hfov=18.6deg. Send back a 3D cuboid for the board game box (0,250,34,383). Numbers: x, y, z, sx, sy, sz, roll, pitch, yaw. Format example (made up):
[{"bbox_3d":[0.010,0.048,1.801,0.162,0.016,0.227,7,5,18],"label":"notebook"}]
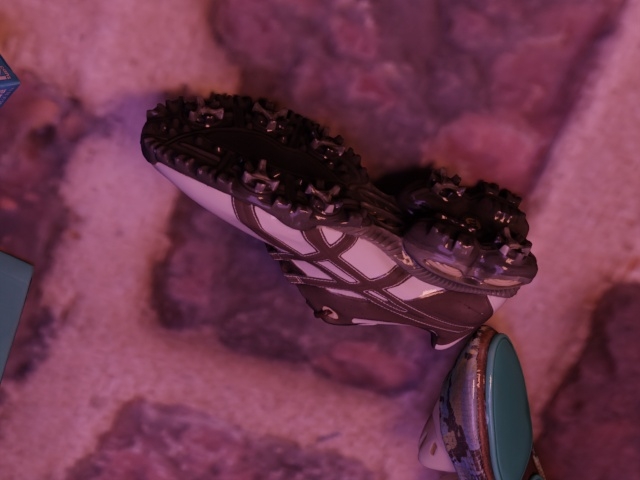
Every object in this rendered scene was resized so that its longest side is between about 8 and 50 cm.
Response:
[{"bbox_3d":[-0.251,0.183,0.927,0.079,0.336,0.254,26,126,-15],"label":"board game box"}]

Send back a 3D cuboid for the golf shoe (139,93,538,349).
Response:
[{"bbox_3d":[0.000,0.000,0.922,0.198,0.077,0.094,22,128,-10],"label":"golf shoe"}]

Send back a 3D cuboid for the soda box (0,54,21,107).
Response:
[{"bbox_3d":[-0.233,-0.030,0.908,0.210,0.071,0.067,-45,74,32],"label":"soda box"}]

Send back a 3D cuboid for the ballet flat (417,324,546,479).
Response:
[{"bbox_3d":[0.084,0.122,1.024,0.070,0.070,0.188,-10,124,14],"label":"ballet flat"}]
